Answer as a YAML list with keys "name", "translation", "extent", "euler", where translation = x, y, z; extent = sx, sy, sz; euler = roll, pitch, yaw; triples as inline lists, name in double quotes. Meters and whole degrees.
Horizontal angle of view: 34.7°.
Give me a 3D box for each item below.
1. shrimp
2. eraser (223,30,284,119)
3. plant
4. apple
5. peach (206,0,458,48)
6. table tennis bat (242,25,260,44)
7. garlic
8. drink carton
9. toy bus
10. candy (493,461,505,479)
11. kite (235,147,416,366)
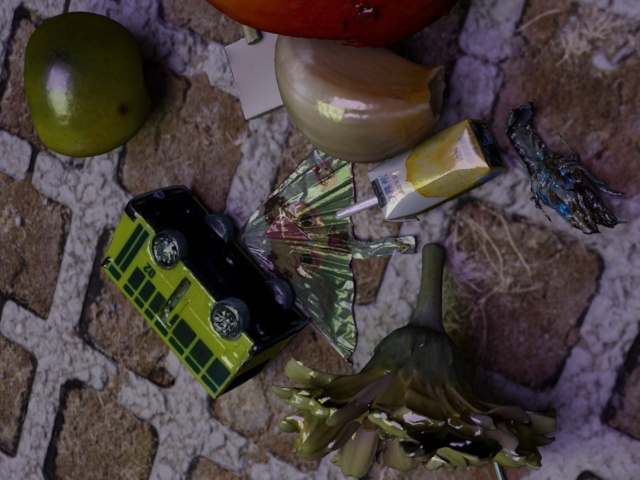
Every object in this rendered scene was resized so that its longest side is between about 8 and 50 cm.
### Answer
- name: "shrimp"
  translation: [0.268, -0.075, 1.142]
  extent: [0.082, 0.076, 0.174]
  euler: [-30, 74, -12]
- name: "eraser"
  translation: [-0.047, -0.224, 1.304]
  extent: [0.150, 0.023, 0.104]
  euler: [-18, 88, 30]
- name: "plant"
  translation: [0.131, 0.165, 1.138]
  extent: [0.261, 0.306, 0.297]
  euler: [26, 82, 52]
- name: "apple"
  translation: [-0.309, -0.205, 1.359]
  extent: [0.156, 0.196, 0.196]
  euler: [-12, 92, -8]
- name: "peach"
  translation: [0.001, -0.369, 1.075]
  extent: [0.370, 0.370, 0.370]
  euler: [5, 99, 28]
- name: "table tennis bat"
  translation: [-0.107, -0.323, 1.315]
  extent: [0.087, 0.013, 0.157]
  euler: [-24, 75, 29]
- name: "garlic"
  translation: [0.030, -0.186, 1.187]
  extent: [0.164, 0.145, 0.245]
  euler: [-46, 61, 3]
- name: "drink carton"
  translation: [0.114, -0.069, 1.208]
  extent: [0.200, 0.074, 0.084]
  euler: [-26, 82, 30]
- name: "toy bus"
  translation: [-0.161, 0.065, 1.347]
  extent: [0.262, 0.128, 0.150]
  euler: [47, 122, 14]
- name: "candy"
  translation: [0.237, 0.350, 1.224]
  extent: [0.060, 0.060, 0.201]
  euler: [-23, 77, 29]
- name: "kite"
  translation: [0.000, 0.000, 1.318]
  extent: [0.267, 0.013, 0.323]
  euler: [6, 100, 29]
